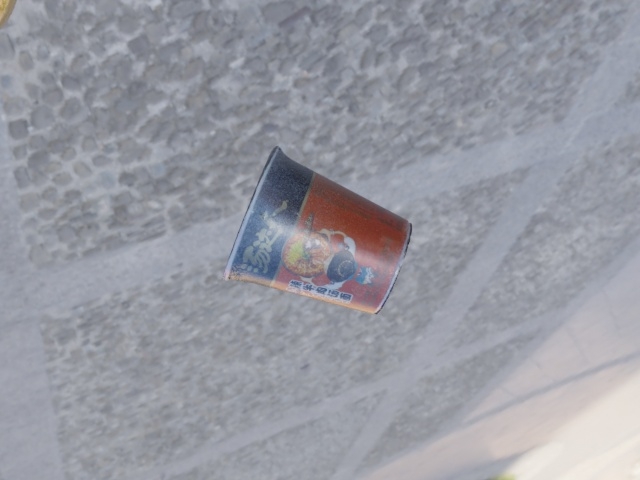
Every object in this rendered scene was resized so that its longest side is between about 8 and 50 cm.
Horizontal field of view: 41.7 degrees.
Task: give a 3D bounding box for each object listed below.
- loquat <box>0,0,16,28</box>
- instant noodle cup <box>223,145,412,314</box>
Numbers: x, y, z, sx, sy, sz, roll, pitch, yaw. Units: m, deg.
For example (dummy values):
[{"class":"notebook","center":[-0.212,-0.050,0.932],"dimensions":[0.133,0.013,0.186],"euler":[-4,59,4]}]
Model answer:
[{"class":"loquat","center":[-0.332,-0.230,0.729],"dimensions":[0.141,0.141,0.141],"euler":[-24,156,-11]},{"class":"instant noodle cup","center":[0.000,0.001,0.720],"dimensions":[0.135,0.127,0.127],"euler":[22,143,-3]}]
